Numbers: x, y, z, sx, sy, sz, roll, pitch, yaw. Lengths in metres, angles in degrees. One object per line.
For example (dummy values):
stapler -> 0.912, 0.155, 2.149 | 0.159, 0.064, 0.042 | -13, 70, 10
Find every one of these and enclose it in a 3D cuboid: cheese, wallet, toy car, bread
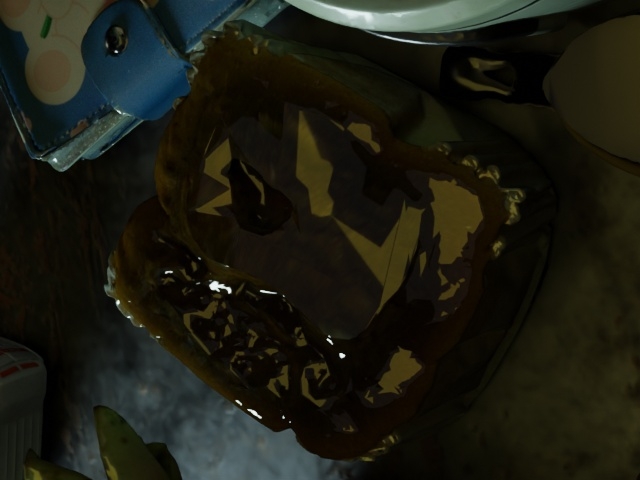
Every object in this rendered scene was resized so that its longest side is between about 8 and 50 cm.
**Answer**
cheese -> 0.133, -0.075, 0.581 | 0.162, 0.036, 0.086 | 10, 106, 29
wallet -> -0.114, -0.143, 0.700 | 0.202, 0.059, 0.141 | -32, 76, 29
toy car -> -0.250, 0.167, 0.817 | 0.108, 0.089, 0.209 | 11, 101, 23
bread -> 0.001, 0.001, 0.629 | 0.210, 0.110, 0.192 | 34, 113, 21

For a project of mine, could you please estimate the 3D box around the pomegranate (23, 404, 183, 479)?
pomegranate -> -0.047, 0.238, 0.630 | 0.341, 0.260, 0.260 | 44, 117, 19

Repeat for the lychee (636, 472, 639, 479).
lychee -> 0.219, 0.110, 0.487 | 0.188, 0.188, 0.188 | 6, 102, 29

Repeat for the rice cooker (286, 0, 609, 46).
rice cooker -> 0.064, -0.190, 0.479 | 0.226, 0.244, 0.226 | 6, 102, 28
